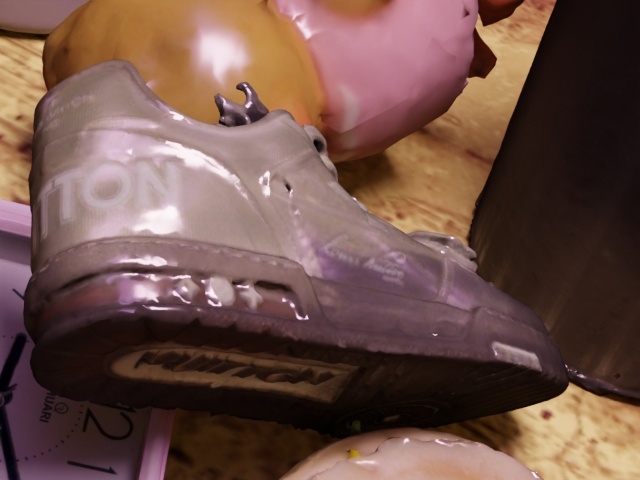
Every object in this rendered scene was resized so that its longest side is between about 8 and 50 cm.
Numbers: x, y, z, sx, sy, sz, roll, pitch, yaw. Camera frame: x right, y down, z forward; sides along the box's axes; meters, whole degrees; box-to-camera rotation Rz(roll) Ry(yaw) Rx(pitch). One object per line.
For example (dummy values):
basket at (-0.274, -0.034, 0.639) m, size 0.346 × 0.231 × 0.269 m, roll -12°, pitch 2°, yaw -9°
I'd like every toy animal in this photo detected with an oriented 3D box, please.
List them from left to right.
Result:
toy animal at (-0.028, -0.096, 0.697) m, size 0.169 × 0.195 × 0.281 m, roll 42°, pitch 60°, yaw 11°

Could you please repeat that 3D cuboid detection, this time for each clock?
clock at (-0.137, 0.071, 0.553) m, size 0.150 × 0.063 × 0.197 m, roll 14°, pitch 41°, yaw -8°

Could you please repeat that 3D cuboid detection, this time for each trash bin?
trash bin at (0.210, -0.083, 0.683) m, size 0.252 × 0.301 × 0.203 m, roll 29°, pitch 42°, yaw 13°

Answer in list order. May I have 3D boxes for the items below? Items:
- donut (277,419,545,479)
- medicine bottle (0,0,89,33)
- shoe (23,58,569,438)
donut at (0.045, 0.154, 0.536) m, size 0.174 × 0.068 × 0.175 m, roll 9°, pitch 42°, yaw -9°
medicine bottle at (-0.153, -0.310, 0.749) m, size 0.208 × 0.340 × 0.208 m, roll 12°, pitch 41°, yaw -11°
shoe at (-0.002, 0.001, 0.577) m, size 0.293 × 0.109 × 0.149 m, roll 13°, pitch 56°, yaw -44°
